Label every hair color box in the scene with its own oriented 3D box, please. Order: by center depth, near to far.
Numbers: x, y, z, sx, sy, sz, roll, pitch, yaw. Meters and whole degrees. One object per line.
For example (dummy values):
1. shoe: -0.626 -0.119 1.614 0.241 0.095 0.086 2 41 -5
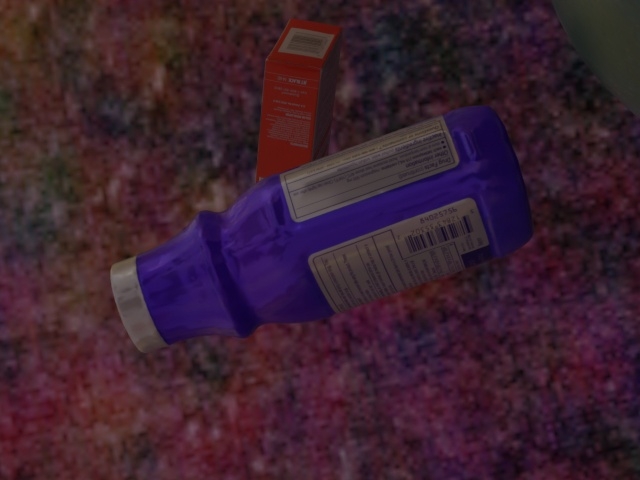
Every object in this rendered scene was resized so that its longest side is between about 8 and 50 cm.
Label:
1. hair color box: -0.021 -0.101 1.318 0.093 0.053 0.167 -68 -14 -57

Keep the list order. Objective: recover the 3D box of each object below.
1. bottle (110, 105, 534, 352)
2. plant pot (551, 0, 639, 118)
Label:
1. bottle: 0.000 0.000 1.004 0.118 0.282 0.092 61 -169 -62
2. plant pot: 0.171 -0.125 0.429 0.290 0.290 0.195 65 145 33
